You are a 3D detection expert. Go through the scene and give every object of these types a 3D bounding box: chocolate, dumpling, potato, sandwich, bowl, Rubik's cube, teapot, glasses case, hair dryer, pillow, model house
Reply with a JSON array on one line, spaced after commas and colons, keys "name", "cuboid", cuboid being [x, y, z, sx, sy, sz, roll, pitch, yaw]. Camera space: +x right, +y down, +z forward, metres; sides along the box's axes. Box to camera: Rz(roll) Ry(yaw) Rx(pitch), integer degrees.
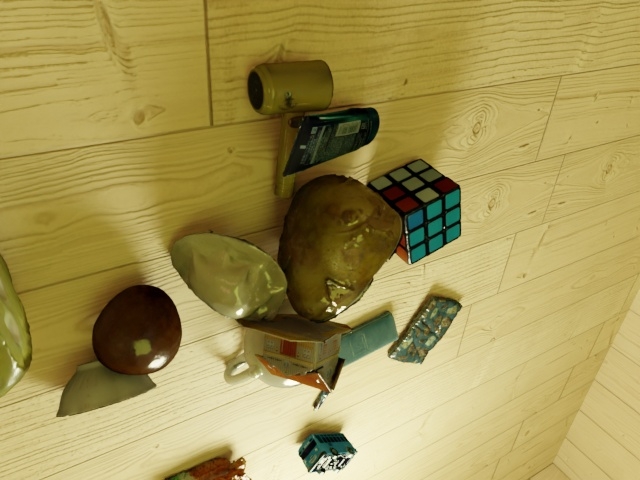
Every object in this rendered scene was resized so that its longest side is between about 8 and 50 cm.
[{"name": "chocolate", "cuboid": [-0.338, 0.167, 1.008, 0.177, 0.177, 0.176, -19, 130, -25]}, {"name": "dumpling", "cuboid": [-0.172, 0.064, 1.032, 0.247, 0.142, 0.172, 30, 118, -13]}, {"name": "potato", "cuboid": [0.000, 0.000, 1.093, 0.196, 0.246, 0.299, 37, 91, -32]}, {"name": "sandwich", "cuboid": [-0.278, 0.706, 1.468, 0.212, 0.109, 0.292, -28, 133, -17]}, {"name": "bowl", "cuboid": [-0.428, 0.275, 1.046, 0.189, 0.189, 0.085, -13, 85, -29]}, {"name": "Rubik's cube", "cuboid": [0.219, -0.070, 1.247, 0.162, 0.163, 0.160, -26, 132, -14]}, {"name": "teapot", "cuboid": [-0.097, 0.249, 1.264, 0.300, 0.166, 0.208, -27, 116, -6]}, {"name": "glasses case", "cuboid": [0.098, 0.297, 1.493, 0.266, 0.056, 0.105, -22, 132, -23]}, {"name": "hair dryer", "cuboid": [-0.068, -0.198, 1.006, 0.135, 0.090, 0.278, -15, 134, -29]}, {"name": "pillow", "cuboid": [0.335, 0.285, 1.673, 0.189, 0.034, 0.255, 20, 107, -43]}, {"name": "model house", "cuboid": [-0.065, 0.235, 1.100, 0.207, 0.220, 0.135, -5, 101, -63]}]

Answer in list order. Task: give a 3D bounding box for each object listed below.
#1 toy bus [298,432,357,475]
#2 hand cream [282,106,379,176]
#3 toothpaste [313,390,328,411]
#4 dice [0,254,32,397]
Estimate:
[{"name": "toy bus", "cuboid": [0.019, 0.660, 1.656, 0.090, 0.106, 0.185, -52, 141, 11]}, {"name": "hand cream", "cuboid": [0.027, -0.197, 1.009, 0.270, 0.061, 0.120, -31, 152, -52]}, {"name": "toothpaste", "cuboid": [0.001, 0.471, 1.571, 0.027, 0.019, 0.083, 26, 103, -20]}, {"name": "dice", "cuboid": [-0.561, 0.103, 0.741, 0.227, 0.233, 0.238, -20, 129, -24]}]
